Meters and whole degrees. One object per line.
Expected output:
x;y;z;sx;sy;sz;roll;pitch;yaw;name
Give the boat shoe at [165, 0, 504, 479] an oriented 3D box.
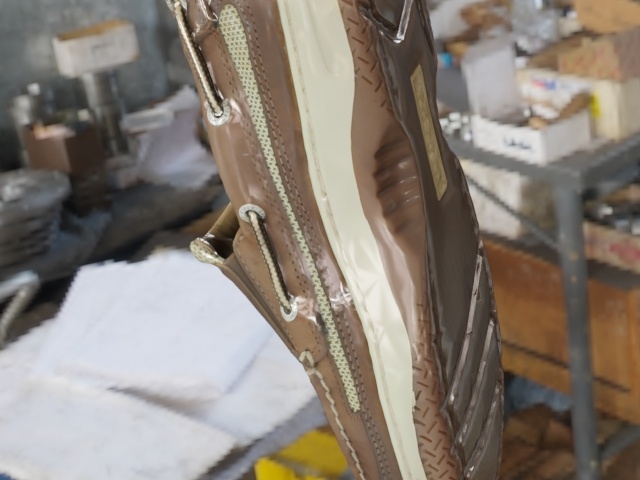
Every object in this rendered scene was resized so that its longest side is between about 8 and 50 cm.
0.003;-0.003;0.519;0.095;0.257;0.095;-5;18;23;boat shoe
